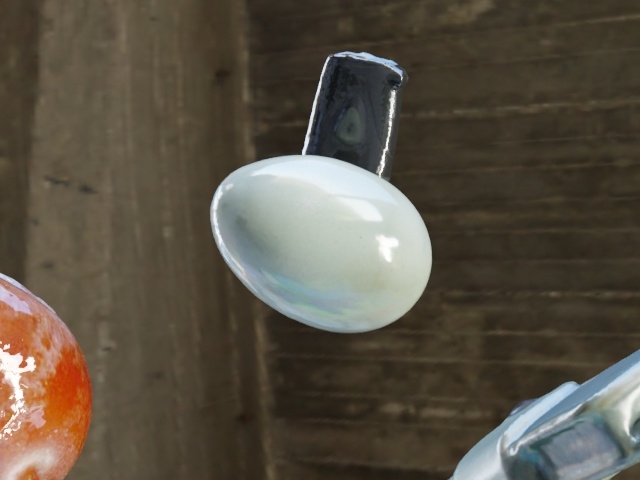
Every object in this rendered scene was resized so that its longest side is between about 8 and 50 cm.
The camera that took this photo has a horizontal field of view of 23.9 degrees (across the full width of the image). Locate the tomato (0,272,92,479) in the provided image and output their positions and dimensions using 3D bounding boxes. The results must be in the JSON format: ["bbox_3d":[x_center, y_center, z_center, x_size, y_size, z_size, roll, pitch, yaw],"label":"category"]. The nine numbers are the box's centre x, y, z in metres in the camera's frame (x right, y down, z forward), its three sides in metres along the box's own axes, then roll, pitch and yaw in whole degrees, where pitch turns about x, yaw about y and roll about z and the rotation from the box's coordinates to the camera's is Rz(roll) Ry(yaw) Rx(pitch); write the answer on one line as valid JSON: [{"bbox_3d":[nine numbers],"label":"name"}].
[{"bbox_3d":[-0.286,0.108,1.082,0.232,0.232,0.188,19,-115,32],"label":"tomato"}]

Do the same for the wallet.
[{"bbox_3d":[0.212,0.128,1.101,0.083,0.252,0.360,59,-25,11],"label":"wallet"}]

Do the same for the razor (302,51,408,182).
[{"bbox_3d":[0.033,-0.109,1.470,0.090,0.054,0.148,12,-82,7],"label":"razor"}]

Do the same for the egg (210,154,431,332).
[{"bbox_3d":[0.000,0.000,1.363,0.209,0.151,0.151,25,-67,-10],"label":"egg"}]
